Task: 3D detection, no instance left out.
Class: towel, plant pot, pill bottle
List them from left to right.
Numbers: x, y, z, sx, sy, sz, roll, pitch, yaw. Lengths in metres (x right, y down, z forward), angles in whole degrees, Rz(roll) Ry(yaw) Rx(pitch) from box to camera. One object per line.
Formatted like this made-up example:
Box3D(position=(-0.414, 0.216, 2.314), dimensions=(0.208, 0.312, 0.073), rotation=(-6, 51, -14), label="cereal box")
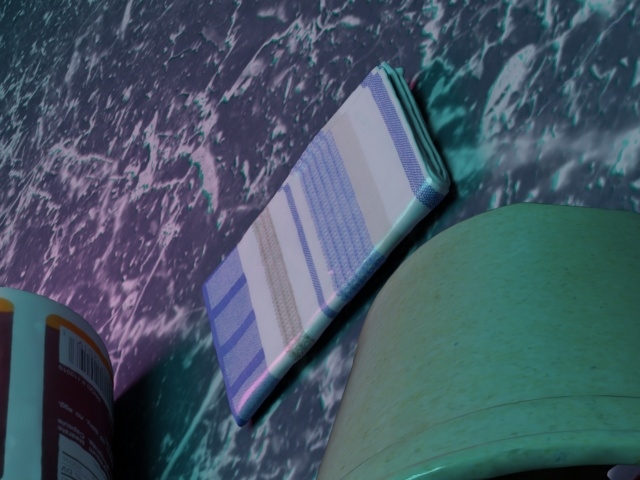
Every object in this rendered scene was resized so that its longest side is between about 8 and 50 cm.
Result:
Box3D(position=(-0.291, 0.242, 1.551), dimensions=(0.224, 0.224, 0.392), rotation=(-46, 28, 24), label="pill bottle")
Box3D(position=(0.000, 0.000, 1.511), dimensions=(0.285, 0.034, 0.209), rotation=(-51, 29, 21), label="towel")
Box3D(position=(0.121, 0.146, 0.867), dimensions=(0.334, 0.334, 0.305), rotation=(-46, 17, 24), label="plant pot")
